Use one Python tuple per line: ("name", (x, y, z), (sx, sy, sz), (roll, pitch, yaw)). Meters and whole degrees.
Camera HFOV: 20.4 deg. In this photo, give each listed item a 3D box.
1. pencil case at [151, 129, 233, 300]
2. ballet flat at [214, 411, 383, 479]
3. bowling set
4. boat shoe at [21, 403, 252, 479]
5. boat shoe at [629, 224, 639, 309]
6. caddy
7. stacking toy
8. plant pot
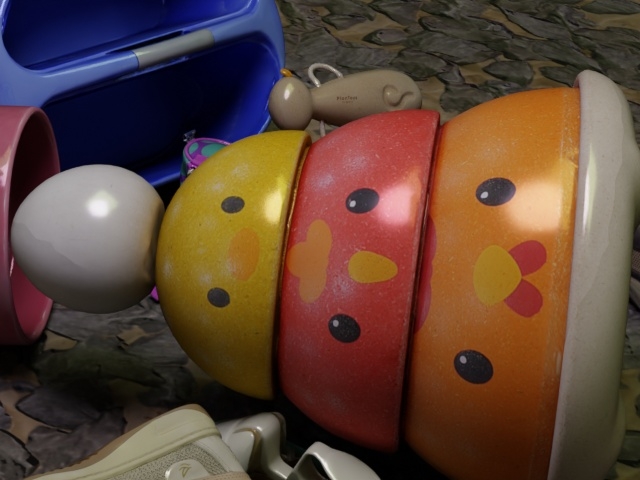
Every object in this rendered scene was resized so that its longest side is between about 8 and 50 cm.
("pencil case", (-0.107, -0.018, 1.577), (0.064, 0.152, 0.070), (35, 35, 31))
("ballet flat", (-0.022, 0.177, 1.345), (0.247, 0.087, 0.083), (23, 34, 23))
("bowling set", (0.000, 0.000, 1.592), (0.154, 0.287, 0.200), (-7, -9, -35))
("boat shoe", (-0.172, 0.219, 1.230), (0.302, 0.109, 0.098), (-26, 66, -36))
("boat shoe", (0.308, -0.026, 1.704), (0.132, 0.130, 0.355), (-19, 41, -36))
("caddy", (-0.185, -0.170, 1.682), (0.341, 0.241, 0.179), (-24, 12, -40))
("stacking toy", (-0.004, 0.030, 1.369), (0.479, 0.351, 0.351), (5, 31, 5))
("plant pot", (-0.324, -0.015, 1.485), (0.180, 0.201, 0.201), (2, 32, 4))
